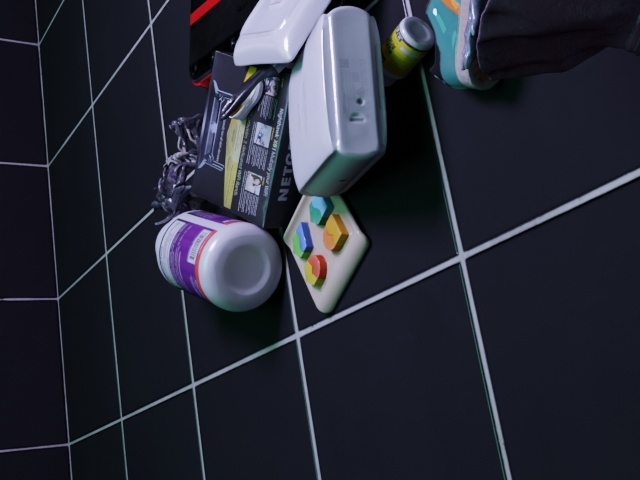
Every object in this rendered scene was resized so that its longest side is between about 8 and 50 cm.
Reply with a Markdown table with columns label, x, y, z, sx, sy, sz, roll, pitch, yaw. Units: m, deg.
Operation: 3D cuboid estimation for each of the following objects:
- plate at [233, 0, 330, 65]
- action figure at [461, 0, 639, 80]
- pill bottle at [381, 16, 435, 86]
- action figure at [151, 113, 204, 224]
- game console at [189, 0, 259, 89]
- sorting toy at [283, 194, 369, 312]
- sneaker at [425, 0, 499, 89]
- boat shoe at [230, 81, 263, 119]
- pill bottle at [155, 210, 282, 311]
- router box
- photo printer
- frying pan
| label | x | y | z | sx | sy | sz | roll | pitch | yaw |
| --- | --- | --- | --- | --- | --- | --- | --- | --- | --- |
| plate | -0.050 | -0.443 | 1.610 | 0.278 | 0.045 | 0.277 | -58 | 26 | -6 |
| action figure | 0.341 | -0.250 | 0.932 | 0.248 | 0.371 | 0.275 | 8 | -92 | -81 |
| pill bottle | 0.130 | -0.304 | 1.444 | 0.116 | 0.065 | 0.065 | -47 | 51 | 48 |
| action figure | -0.301 | -0.151 | 2.037 | 0.164 | 0.141 | 0.275 | -28 | 49 | 50 |
| game console | -0.188 | -0.537 | 1.965 | 0.387 | 0.060 | 0.341 | -16 | 70 | 55 |
| sorting toy | 0.000 | 0.000 | 1.654 | 0.208 | 0.038 | 0.193 | 60 | 135 | 39 |
| sneaker | 0.210 | -0.373 | 1.287 | 0.121 | 0.108 | 0.302 | 18 | 105 | 51 |
| boat shoe | -0.146 | -0.273 | 1.713 | 0.100 | 0.035 | 0.035 | -50 | 60 | 34 |
| pill bottle | -0.229 | 0.035 | 1.874 | 0.323 | 0.182 | 0.181 | 15 | 101 | 57 |
| router box | -0.137 | -0.207 | 1.792 | 0.243 | 0.081 | 0.308 | 27 | 111 | 40 |
| photo printer | 0.018 | -0.217 | 1.514 | 0.307 | 0.107 | 0.255 | 141 | 127 | -73 |
| frying pan | -0.051 | -0.351 | 1.635 | 0.197 | 0.053 | 0.326 | 8 | 69 | 49 |
